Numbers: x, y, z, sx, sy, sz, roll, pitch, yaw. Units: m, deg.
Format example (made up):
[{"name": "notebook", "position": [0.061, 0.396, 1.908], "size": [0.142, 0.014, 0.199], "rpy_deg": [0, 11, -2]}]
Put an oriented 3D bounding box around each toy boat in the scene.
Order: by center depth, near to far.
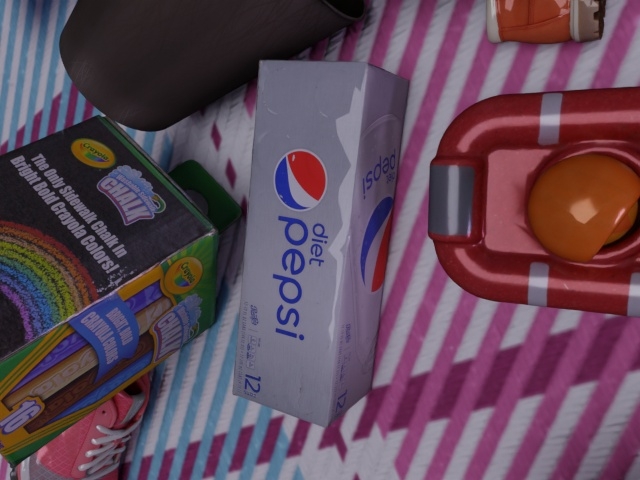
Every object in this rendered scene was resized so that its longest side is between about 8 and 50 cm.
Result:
[{"name": "toy boat", "position": [0.169, -0.021, 0.341], "size": [0.231, 0.151, 0.150], "rpy_deg": [4, 98, 29]}]

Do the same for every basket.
[{"name": "basket", "position": [-0.109, -0.207, 0.476], "size": [0.227, 0.154, 0.204], "rpy_deg": [-29, 96, 32]}]

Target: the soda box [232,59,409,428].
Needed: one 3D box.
[{"name": "soda box", "position": [0.000, 0.000, 0.471], "size": [0.098, 0.091, 0.285], "rpy_deg": [11, 101, 27]}]

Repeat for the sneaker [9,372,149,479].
[{"name": "sneaker", "position": [-0.259, 0.200, 0.627], "size": [0.136, 0.116, 0.313], "rpy_deg": [3, 97, 27]}]

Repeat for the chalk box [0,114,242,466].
[{"name": "chalk box", "position": [-0.211, 0.024, 0.516], "size": [0.180, 0.289, 0.179], "rpy_deg": [44, 147, 19]}]

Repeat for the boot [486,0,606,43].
[{"name": "boot", "position": [0.150, -0.215, 0.384], "size": [0.085, 0.059, 0.157], "rpy_deg": [4, 99, 34]}]
